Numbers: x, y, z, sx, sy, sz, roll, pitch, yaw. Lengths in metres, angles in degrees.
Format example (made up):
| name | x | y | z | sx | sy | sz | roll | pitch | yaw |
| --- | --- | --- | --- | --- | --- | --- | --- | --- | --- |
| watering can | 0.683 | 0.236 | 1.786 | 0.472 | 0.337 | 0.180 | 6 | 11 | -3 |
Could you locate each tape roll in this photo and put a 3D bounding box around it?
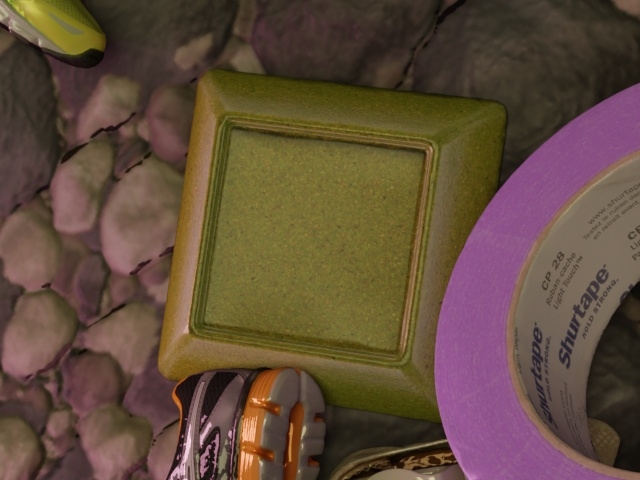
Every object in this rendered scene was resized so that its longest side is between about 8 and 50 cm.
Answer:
| name | x | y | z | sx | sy | sz | roll | pitch | yaw |
| --- | --- | --- | --- | --- | --- | --- | --- | --- | --- |
| tape roll | 0.196 | 0.047 | 0.877 | 0.275 | 0.090 | 0.274 | -20 | 50 | 26 |

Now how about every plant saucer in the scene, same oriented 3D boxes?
| name | x | y | z | sx | sy | sz | roll | pitch | yaw |
| --- | --- | --- | --- | --- | --- | --- | --- | --- | --- |
| plant saucer | 0.000 | 0.000 | 1.018 | 0.188 | 0.045 | 0.188 | 8 | 88 | 14 |

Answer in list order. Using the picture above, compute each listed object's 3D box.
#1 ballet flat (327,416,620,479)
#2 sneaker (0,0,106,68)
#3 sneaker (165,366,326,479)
| name | x | y | z | sx | sy | sz | roll | pitch | yaw |
| --- | --- | --- | --- | --- | --- | --- | --- | --- | --- |
| ballet flat | 0.084 | 0.133 | 0.986 | 0.168 | 0.052 | 0.057 | -13 | 84 | 12 |
| sneaker | -0.182 | -0.195 | 1.057 | 0.094 | 0.081 | 0.208 | -38 | 78 | 6 |
| sneaker | -0.055 | 0.173 | 1.010 | 0.083 | 0.084 | 0.215 | 9 | 88 | 32 |
